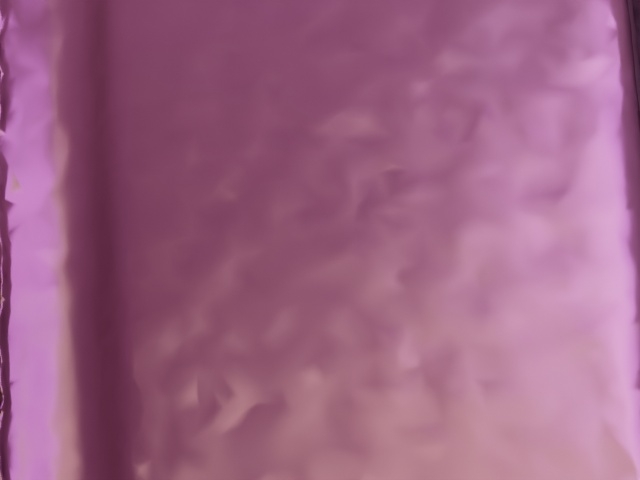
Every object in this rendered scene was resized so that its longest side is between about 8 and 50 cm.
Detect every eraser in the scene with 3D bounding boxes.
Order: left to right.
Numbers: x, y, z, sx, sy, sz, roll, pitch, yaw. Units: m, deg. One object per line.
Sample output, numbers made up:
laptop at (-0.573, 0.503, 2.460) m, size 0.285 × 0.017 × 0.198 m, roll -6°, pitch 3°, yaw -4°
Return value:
eraser at (0.000, 0.000, 0.652) m, size 0.272 × 0.122 × 0.359 m, roll -7°, pitch 76°, yaw 10°
